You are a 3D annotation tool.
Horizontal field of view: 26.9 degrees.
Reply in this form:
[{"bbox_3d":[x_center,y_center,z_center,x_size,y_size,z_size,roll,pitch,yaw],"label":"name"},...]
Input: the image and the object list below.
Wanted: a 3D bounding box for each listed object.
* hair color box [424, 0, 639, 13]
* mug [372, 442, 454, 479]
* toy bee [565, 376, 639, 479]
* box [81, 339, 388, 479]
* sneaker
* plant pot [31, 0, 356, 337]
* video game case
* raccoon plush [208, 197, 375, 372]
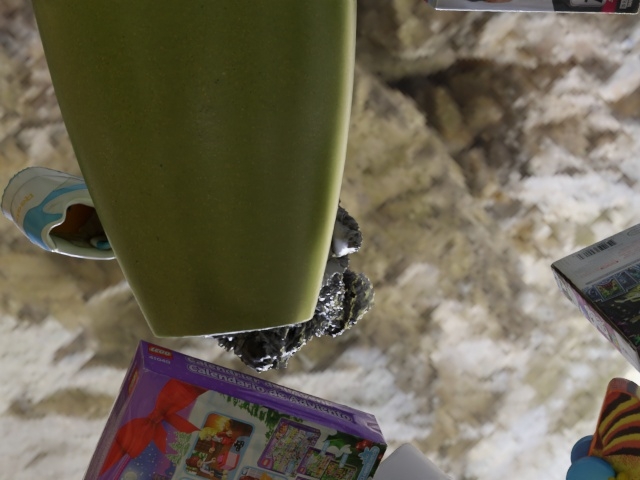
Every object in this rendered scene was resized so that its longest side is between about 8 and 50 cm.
[{"bbox_3d":[0.331,-0.455,2.058,0.113,0.374,0.185,-130,43,-54],"label":"hair color box"},{"bbox_3d":[0.111,0.416,1.330,0.328,0.276,0.374,41,-174,13],"label":"mug"},{"bbox_3d":[0.427,0.348,1.909,0.162,0.195,0.298,25,133,7],"label":"toy bee"},{"bbox_3d":[-0.098,0.242,1.042,0.200,0.293,0.057,20,-166,-17],"label":"box"},{"bbox_3d":[-0.205,-0.020,1.360,0.228,0.087,0.092,-2,-149,-39],"label":"sneaker"},{"bbox_3d":[-0.088,-0.072,1.128,0.275,0.274,0.294,-172,75,-84],"label":"plant pot"},{"bbox_3d":[0.360,0.026,1.255,0.210,0.232,0.042,-122,8,-67],"label":"video game case"},{"bbox_3d":[0.000,0.000,1.943,0.216,0.299,0.446,49,-151,9],"label":"raccoon plush"}]
